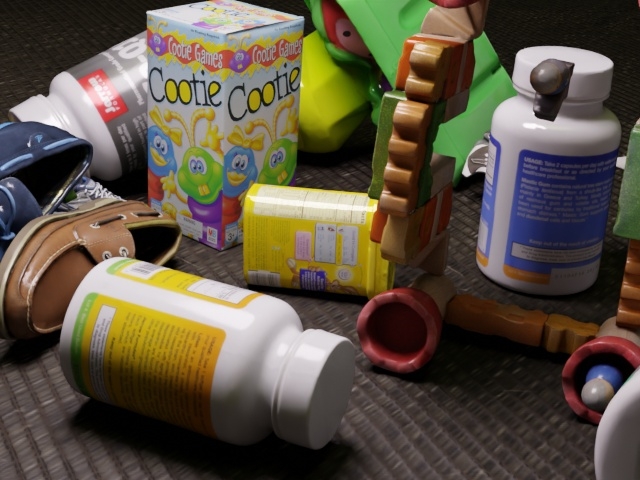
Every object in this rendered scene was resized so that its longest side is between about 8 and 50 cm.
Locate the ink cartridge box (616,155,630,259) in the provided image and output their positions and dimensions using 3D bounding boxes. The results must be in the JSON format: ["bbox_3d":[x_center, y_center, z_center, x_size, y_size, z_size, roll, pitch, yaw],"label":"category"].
[{"bbox_3d":[0.525,0.000,1.386,0.207,0.119,0.353,-8,27,-24],"label":"ink cartridge box"}]

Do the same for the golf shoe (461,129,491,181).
[{"bbox_3d":[0.288,-0.069,1.591,0.198,0.077,0.094,36,79,22],"label":"golf shoe"}]

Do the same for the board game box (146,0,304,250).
[{"bbox_3d":[-0.124,-0.151,1.445,0.144,0.275,0.142,21,29,36],"label":"board game box"}]

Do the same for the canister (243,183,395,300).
[{"bbox_3d":[0.000,0.000,1.307,0.169,0.126,0.073,6,24,9],"label":"canister"}]

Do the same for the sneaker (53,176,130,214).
[{"bbox_3d":[-0.291,-0.050,1.461,0.135,0.058,0.052,3,24,-2],"label":"sneaker"}]

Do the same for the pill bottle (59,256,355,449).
[{"bbox_3d":[-0.099,0.106,1.032,0.245,0.136,0.136,14,26,22],"label":"pill bottle"}]

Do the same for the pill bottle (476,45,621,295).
[{"bbox_3d":[0.274,-0.085,1.355,0.152,0.272,0.152,3,24,-1],"label":"pill bottle"}]

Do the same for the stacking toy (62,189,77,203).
[{"bbox_3d":[-0.424,-0.066,1.427,0.167,0.052,0.221,-30,37,-22],"label":"stacking toy"}]

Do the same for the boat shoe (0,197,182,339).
[{"bbox_3d":[-0.245,0.021,1.239,0.104,0.111,0.307,8,24,13],"label":"boat shoe"}]

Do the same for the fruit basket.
[{"bbox_3d":[0.048,-0.236,1.671,0.392,0.392,0.283,-5,24,-18],"label":"fruit basket"}]

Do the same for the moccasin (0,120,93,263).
[{"bbox_3d":[-0.355,-0.037,1.243,0.116,0.138,0.342,4,42,14],"label":"moccasin"}]

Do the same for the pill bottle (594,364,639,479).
[{"bbox_3d":[0.392,0.130,0.966,0.204,0.204,0.361,18,28,30],"label":"pill bottle"}]

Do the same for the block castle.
[{"bbox_3d":[0.207,-0.072,1.101,0.302,0.454,0.213,13,17,18],"label":"block castle"}]

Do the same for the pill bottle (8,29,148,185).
[{"bbox_3d":[-0.266,-0.182,1.552,0.283,0.161,0.161,-31,36,-19],"label":"pill bottle"}]
